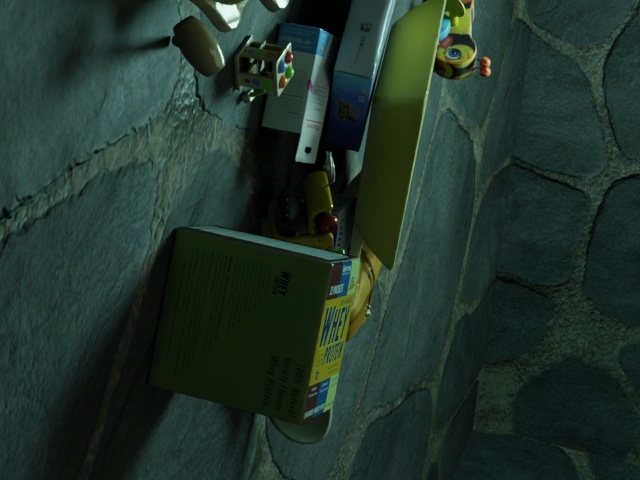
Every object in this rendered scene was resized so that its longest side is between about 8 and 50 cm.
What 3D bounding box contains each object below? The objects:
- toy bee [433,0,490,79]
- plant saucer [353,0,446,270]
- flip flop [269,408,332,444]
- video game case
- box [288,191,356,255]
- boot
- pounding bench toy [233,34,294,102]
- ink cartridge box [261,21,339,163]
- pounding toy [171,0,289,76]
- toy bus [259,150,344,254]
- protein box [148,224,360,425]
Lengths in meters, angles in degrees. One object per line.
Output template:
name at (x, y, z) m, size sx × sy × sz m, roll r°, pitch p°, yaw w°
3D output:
toy bee at (0.252, -0.363, 2.489) m, size 0.195 × 0.162 × 0.298 m, roll 39°, pitch 64°, yaw -75°
plant saucer at (0.120, -0.179, 2.061) m, size 0.332 × 0.081 × 0.332 m, roll -74°, pitch 174°, yaw -51°
flip flop at (-0.029, 0.191, 1.995) m, size 0.080 × 0.112 × 0.277 m, roll -118°, pitch -152°, yaw -66°
video game case at (0.065, -0.294, 1.944) m, size 0.269 × 0.061 × 0.244 m, roll 99°, pitch 4°, yaw -71°
box at (0.000, 0.000, 2.043) m, size 0.137 × 0.072 × 0.126 m, roll -44°, pitch 143°, yaw -66°
boot at (0.071, 0.020, 2.293) m, size 0.211 × 0.104 × 0.295 m, roll 81°, pitch 31°, yaw -64°
pounding bench toy at (-0.068, -0.208, 1.664) m, size 0.052 × 0.065 × 0.083 m, roll -62°, pitch 158°, yaw -44°
ink cartridge box at (-0.030, -0.201, 1.807) m, size 0.104 × 0.062 × 0.181 m, roll -3°, pitch 105°, yaw -75°
pounding toy at (-0.127, -0.299, 1.388) m, size 0.154 × 0.155 × 0.269 m, roll 57°, pitch 30°, yaw -29°
toy bus at (-0.032, -0.018, 1.860) m, size 0.191 × 0.104 × 0.202 m, roll -163°, pitch -114°, yaw -84°
protein box at (-0.078, 0.098, 1.612) m, size 0.136 × 0.201 × 0.199 m, roll -7°, pitch 109°, yaw -73°
